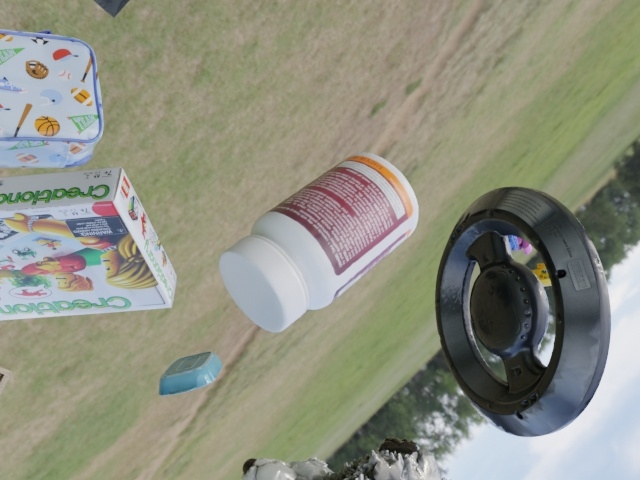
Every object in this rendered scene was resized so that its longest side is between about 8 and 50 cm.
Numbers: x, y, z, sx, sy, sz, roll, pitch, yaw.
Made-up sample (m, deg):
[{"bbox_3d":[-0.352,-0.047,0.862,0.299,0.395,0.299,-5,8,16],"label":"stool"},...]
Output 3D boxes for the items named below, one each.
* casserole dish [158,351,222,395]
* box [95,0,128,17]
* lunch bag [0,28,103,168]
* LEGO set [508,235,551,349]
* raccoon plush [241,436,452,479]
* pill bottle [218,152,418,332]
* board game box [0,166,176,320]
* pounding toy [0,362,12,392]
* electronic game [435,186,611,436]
[{"bbox_3d":[-0.262,0.263,1.288,0.114,0.037,0.188,-14,-175,2],"label":"casserole dish"},{"bbox_3d":[-0.261,-0.335,0.795,0.083,0.052,0.062,-48,142,2],"label":"box"},{"bbox_3d":[-0.523,-0.249,1.089,0.304,0.243,0.115,-2,160,-32],"label":"lunch bag"},{"bbox_3d":[0.299,0.048,0.937,0.093,0.227,0.087,-10,144,23],"label":"LEGO set"},{"bbox_3d":[0.053,0.461,0.819,0.216,0.446,0.299,-18,165,-44],"label":"raccoon plush"},{"bbox_3d":[0.000,0.000,1.312,0.392,0.224,0.224,-37,164,-32],"label":"pill bottle"},{"bbox_3d":[-0.332,0.015,0.690,0.306,0.053,0.193,-5,143,4],"label":"board game box"},{"bbox_3d":[-0.672,0.252,1.193,0.100,0.141,0.130,0,-118,56],"label":"pounding toy"},{"bbox_3d":[0.176,0.064,0.596,0.048,0.229,0.229,0,146,-22],"label":"electronic game"}]
